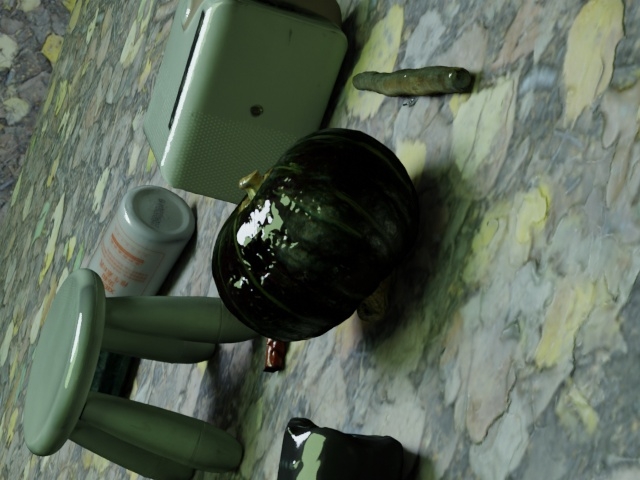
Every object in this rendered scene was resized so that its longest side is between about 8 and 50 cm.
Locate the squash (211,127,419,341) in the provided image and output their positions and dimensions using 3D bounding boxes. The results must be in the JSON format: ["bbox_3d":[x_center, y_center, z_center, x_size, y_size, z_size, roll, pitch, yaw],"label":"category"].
[{"bbox_3d":[-0.004,-0.004,1.124,0.193,0.156,0.193,-161,90,-90],"label":"squash"}]

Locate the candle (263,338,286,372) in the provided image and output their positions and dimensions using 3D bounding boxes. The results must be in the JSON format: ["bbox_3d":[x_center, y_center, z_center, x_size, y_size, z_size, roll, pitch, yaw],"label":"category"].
[{"bbox_3d":[-0.037,0.048,1.343,0.026,0.021,0.167,105,172,-67],"label":"candle"}]

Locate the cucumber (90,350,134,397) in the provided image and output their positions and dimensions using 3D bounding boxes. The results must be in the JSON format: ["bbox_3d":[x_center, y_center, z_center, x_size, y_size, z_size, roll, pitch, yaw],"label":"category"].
[{"bbox_3d":[-0.292,0.191,1.812,0.116,0.062,0.115,-177,105,-76],"label":"cucumber"}]

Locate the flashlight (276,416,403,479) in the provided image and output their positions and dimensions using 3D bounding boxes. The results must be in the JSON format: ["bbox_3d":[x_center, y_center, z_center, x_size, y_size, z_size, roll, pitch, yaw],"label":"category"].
[{"bbox_3d":[-0.018,0.344,0.983,0.103,0.103,0.424,-17,60,65],"label":"flashlight"}]

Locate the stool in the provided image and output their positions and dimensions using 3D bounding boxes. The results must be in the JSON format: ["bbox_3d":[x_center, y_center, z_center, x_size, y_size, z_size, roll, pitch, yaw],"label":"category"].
[{"bbox_3d":[-0.187,0.145,1.403,0.195,0.199,0.195,147,136,-62],"label":"stool"}]

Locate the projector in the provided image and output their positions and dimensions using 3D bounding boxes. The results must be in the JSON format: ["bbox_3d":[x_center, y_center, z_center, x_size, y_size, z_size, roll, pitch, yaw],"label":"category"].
[{"bbox_3d":[-0.080,-0.172,1.423,0.177,0.163,0.242,-124,49,-62],"label":"projector"}]

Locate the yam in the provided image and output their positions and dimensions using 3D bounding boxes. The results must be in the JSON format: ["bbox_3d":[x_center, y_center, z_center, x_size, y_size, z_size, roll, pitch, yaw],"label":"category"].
[{"bbox_3d":[0.074,-0.139,1.204,0.027,0.029,0.234,-48,18,-9],"label":"yam"}]

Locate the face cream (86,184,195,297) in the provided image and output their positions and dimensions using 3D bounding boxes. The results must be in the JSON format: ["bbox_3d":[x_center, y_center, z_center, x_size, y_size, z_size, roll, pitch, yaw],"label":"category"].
[{"bbox_3d":[-0.256,0.043,1.776,0.251,0.101,0.101,-55,28,39],"label":"face cream"}]
